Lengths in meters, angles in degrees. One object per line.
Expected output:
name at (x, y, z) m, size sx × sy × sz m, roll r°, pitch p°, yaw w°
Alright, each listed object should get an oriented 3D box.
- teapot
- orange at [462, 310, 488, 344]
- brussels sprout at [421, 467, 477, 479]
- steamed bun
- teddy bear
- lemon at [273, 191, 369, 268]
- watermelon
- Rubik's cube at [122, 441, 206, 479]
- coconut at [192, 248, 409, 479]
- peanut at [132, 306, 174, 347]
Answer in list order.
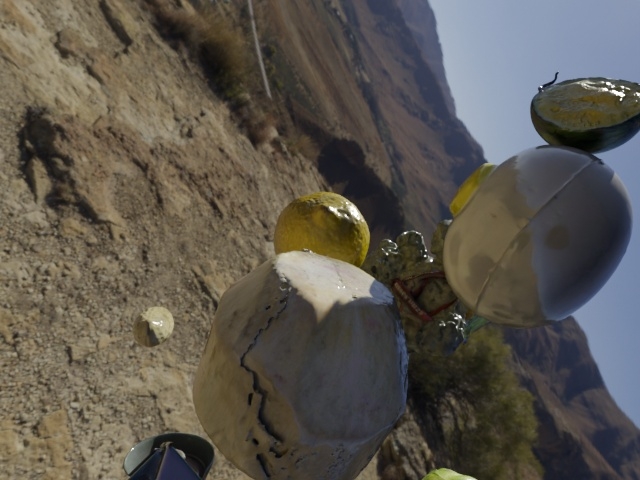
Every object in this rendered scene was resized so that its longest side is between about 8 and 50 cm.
teapot at (-0.367, 0.650, 1.052) m, size 0.253 × 0.300 × 0.343 m, roll -2°, pitch 100°, yaw -49°
orange at (0.480, 0.195, 1.393) m, size 0.335 × 0.262 × 0.196 m, roll 9°, pitch 60°, yaw -33°
brussels sprout at (0.340, 0.701, 1.144) m, size 0.161 × 0.223 × 0.223 m, roll 105°, pitch -23°, yaw -61°
steamed bun at (0.419, -0.004, 0.893) m, size 0.334 × 0.374 × 0.334 m, roll 41°, pitch 5°, yaw -4°
teddy bear at (0.231, 0.129, 1.237) m, size 0.224 × 0.368 × 0.357 m, roll 29°, pitch 67°, yaw -54°
lemon at (0.001, -0.001, 1.065) m, size 0.253 × 0.229 × 0.228 m, roll 133°, pitch -61°, yaw -76°
watermelon at (0.551, -0.254, 0.941) m, size 0.232 × 0.204 × 0.127 m, roll 30°, pitch -28°, yaw 43°
Rubik's cube at (-0.271, 0.529, 0.718) m, size 0.358 × 0.387 × 0.368 m, roll 20°, pitch 61°, yaw -11°
coconut at (-0.034, 0.206, 0.707) m, size 0.352 × 0.353 × 0.352 m, roll 56°, pitch 22°, yaw -36°
peanut at (-0.518, 0.273, 1.391) m, size 0.123 × 0.124 × 0.257 m, roll 67°, pitch -14°, yaw -6°
